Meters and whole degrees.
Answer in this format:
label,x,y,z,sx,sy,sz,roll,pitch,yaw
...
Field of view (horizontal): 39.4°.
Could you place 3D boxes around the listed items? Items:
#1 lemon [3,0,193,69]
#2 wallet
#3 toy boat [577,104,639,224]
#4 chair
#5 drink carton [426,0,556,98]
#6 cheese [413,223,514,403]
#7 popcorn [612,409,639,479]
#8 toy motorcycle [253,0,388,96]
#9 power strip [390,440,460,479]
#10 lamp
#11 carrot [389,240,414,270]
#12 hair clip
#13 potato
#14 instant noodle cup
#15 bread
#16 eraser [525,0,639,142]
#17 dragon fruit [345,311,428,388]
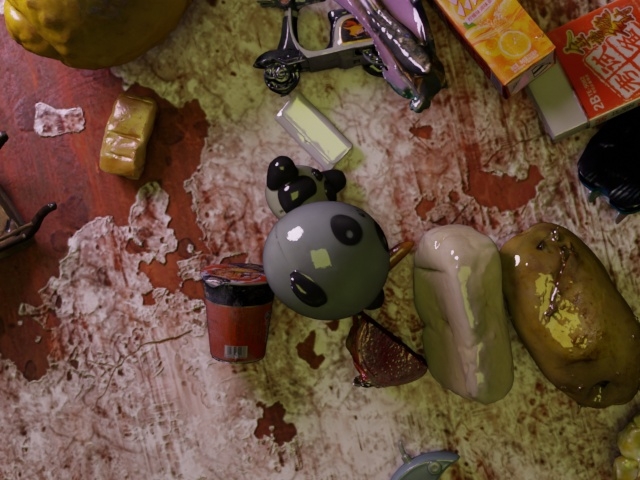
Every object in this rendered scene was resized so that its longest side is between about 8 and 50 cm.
label,x,y,z,sx,sy,sz,roll,pitch,yaw
lemon,-0.309,-0.400,1.288,0.285,0.285,0.316,24,64,2
wallet,-0.011,-0.170,1.401,0.122,0.025,0.061,45,102,-1
toy boat,0.524,-0.161,1.342,0.299,0.092,0.134,-43,60,-1
chair,-0.563,-0.018,1.397,0.186,0.319,0.160,-37,93,-39
drink carton,0.245,-0.329,1.327,0.096,0.071,0.223,-37,76,6
cheese,0.214,0.106,1.344,0.093,0.159,0.263,-12,94,-25
popcorn,0.527,0.340,1.322,0.197,0.212,0.198,11,110,33
toy motorcycle,0.021,-0.314,1.360,0.262,0.091,0.157,-11,85,2
power strip,0.165,0.419,1.420,0.137,0.044,0.216,-10,94,5
lamp,0.000,0.000,1.323,0.197,0.198,0.244,-21,66,5
carrot,0.071,0.058,1.409,0.190,0.037,0.037,-34,91,1
hair clip,0.075,-0.352,1.294,0.110,0.095,0.359,-42,71,28
potato,0.375,0.119,1.337,0.173,0.140,0.300,-32,93,-25
instant noodle cup,-0.126,0.113,1.386,0.127,0.127,0.136,3,102,3
bread,-0.300,-0.165,1.404,0.074,0.053,0.132,17,93,2
eraser,0.421,-0.263,1.334,0.230,0.038,0.157,-24,73,7
dragon fruit,0.082,0.179,1.386,0.147,0.102,0.096,40,98,-4
